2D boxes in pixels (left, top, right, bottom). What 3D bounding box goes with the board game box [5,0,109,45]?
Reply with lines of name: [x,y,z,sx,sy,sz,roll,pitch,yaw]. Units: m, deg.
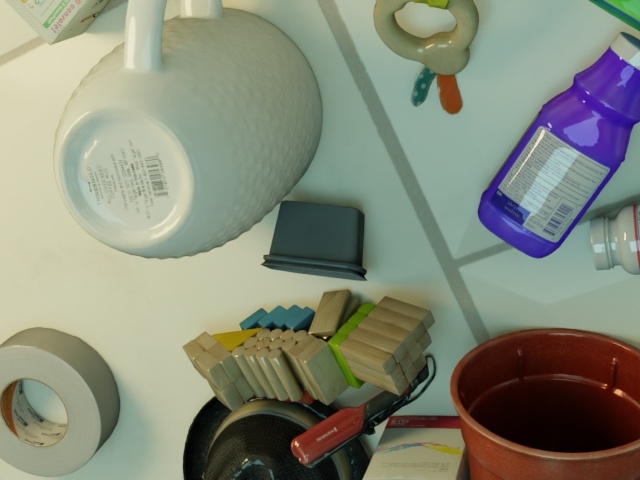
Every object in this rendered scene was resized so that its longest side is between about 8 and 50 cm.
board game box: [-0.365,-0.437,1.451,0.303,0.097,0.224,47,116,-2]

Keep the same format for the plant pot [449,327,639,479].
plant pot: [0.302,0.294,1.451,0.272,0.272,0.265,4,118,15]

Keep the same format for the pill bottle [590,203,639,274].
pill bottle: [0.413,-0.004,1.391,0.160,0.087,0.087,-7,108,19]

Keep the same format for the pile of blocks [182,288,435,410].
pile of blocks: [-0.007,0.160,1.562,0.362,0.149,0.112,-5,128,27]

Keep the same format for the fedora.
fedora: [-0.078,0.376,1.637,0.334,0.152,0.334,5,111,14]

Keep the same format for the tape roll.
tape roll: [-0.417,0.244,1.730,0.219,0.072,0.219,5,110,14]

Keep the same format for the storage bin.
storage bin: [0.000,0.000,1.517,0.135,0.098,0.091,7,84,14]

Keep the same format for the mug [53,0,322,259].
mug: [-0.169,-0.165,1.365,0.276,0.328,0.374,6,111,14]

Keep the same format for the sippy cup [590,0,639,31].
sippy cup: [0.389,-0.330,1.216,0.305,0.240,0.224,20,108,-34]

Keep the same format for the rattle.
rattle: [0.139,-0.272,1.406,0.130,0.142,0.199,-19,139,15]

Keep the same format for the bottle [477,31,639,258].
bottle: [0.305,-0.115,1.378,0.118,0.092,0.283,32,115,2]

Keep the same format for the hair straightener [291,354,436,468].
hair straightener: [0.064,0.233,1.566,0.230,0.089,0.047,-37,70,-7]

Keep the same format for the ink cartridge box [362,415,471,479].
ink cartridge box: [0.140,0.333,1.544,0.127,0.176,0.128,-1,109,16]
